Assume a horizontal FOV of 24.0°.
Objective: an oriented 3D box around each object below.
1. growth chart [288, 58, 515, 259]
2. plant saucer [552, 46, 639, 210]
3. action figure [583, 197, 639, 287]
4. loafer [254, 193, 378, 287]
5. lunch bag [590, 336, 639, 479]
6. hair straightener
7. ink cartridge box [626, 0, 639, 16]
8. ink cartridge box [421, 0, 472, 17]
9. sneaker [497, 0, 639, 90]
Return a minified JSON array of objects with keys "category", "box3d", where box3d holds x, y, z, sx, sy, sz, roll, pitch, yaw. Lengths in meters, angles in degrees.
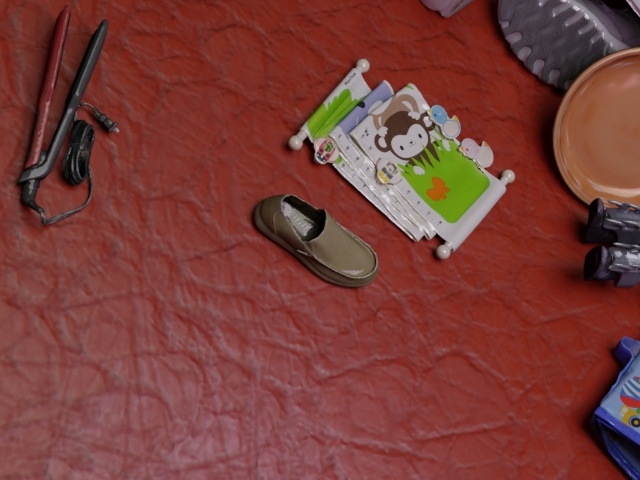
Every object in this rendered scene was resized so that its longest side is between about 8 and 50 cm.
[{"category":"growth chart","box3d":[0.096,-0.093,1.659,0.237,0.021,0.172,38,61,-9]},{"category":"plant saucer","box3d":[0.362,-0.126,1.723,0.200,0.037,0.200,-1,109,-4]},{"category":"action figure","box3d":[0.439,0.023,1.674,0.285,0.099,0.185,8,60,-2]},{"category":"loafer","box3d":[0.000,0.000,1.569,0.148,0.050,0.056,28,64,-13]},{"category":"lunch bag","box3d":[0.445,0.208,1.669,0.293,0.138,0.221,41,60,8]},{"category":"hair straightener","box3d":[-0.242,-0.120,1.504,0.089,0.047,0.230,16,68,-18]},{"category":"ink cartridge box","box3d":[0.421,-0.352,1.740,0.168,0.171,0.233,49,21,-2]},{"category":"ink cartridge box","box3d":[0.218,-0.488,1.758,0.395,0.166,0.285,-38,90,-28]},{"category":"sneaker","box3d":[0.331,-0.231,1.780,0.281,0.105,0.115,30,39,-13]}]
